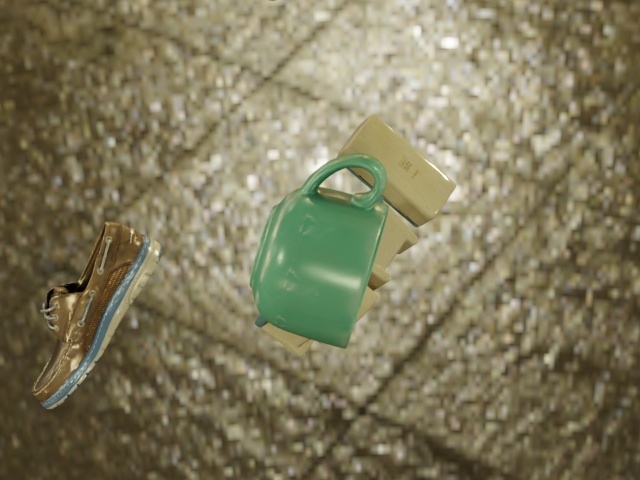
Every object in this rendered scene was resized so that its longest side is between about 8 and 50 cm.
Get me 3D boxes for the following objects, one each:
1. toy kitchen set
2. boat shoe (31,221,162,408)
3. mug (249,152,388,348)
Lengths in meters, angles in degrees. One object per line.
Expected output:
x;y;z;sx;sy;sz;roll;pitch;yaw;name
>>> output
0.016;-0.003;2.062;0.122;0.166;0.207;41;61;-8;toy kitchen set
-0.220;0.065;1.746;0.183;0.066;0.066;-59;17;-6;boat shoe
-0.001;0.006;1.653;0.097;0.129;0.157;16;77;3;mug
